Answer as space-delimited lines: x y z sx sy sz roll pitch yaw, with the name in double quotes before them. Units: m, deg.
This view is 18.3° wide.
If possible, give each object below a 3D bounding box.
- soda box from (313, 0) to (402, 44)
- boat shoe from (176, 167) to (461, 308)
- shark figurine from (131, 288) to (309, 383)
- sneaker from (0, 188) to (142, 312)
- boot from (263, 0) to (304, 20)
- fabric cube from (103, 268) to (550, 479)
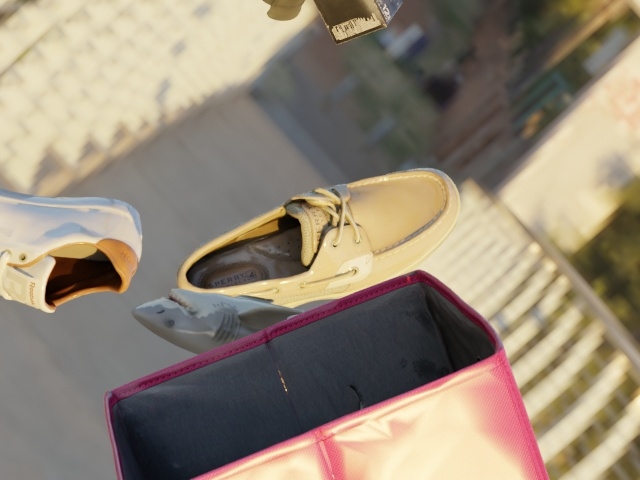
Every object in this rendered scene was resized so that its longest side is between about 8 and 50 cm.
"soda box" 0.006 -0.256 1.690 0.169 0.053 0.060 63 28 -19
"boat shoe" 0.000 0.000 1.969 0.098 0.302 0.109 84 -16 -68
"shark figurine" -0.011 0.111 1.710 0.278 0.116 0.166 10 2 18
"sneaker" -0.333 0.014 2.068 0.123 0.290 0.106 -94 -179 -52
"boot" -0.031 -0.247 1.211 0.076 0.137 0.198 -1 61 -25
"fabric cube" 0.022 0.203 1.336 0.254 0.259 0.258 -130 -161 -76
